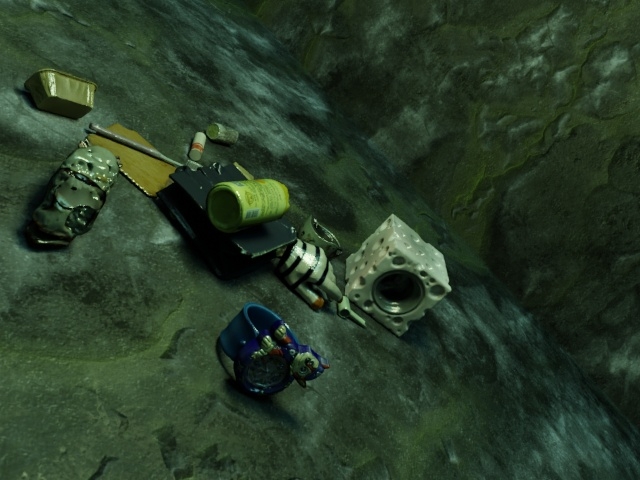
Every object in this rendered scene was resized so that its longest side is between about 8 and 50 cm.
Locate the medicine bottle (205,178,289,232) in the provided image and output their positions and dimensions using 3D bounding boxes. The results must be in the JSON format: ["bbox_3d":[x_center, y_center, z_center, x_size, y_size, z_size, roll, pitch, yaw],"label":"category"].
[{"bbox_3d":[-0.178,-0.094,1.799,0.124,0.124,0.238,50,27,14],"label":"medicine bottle"}]

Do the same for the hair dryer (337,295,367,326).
[{"bbox_3d":[0.100,0.222,2.131,0.124,0.038,0.063,40,23,-26],"label":"hair dryer"}]

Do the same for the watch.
[{"bbox_3d":[-0.120,0.238,1.602,0.196,0.171,0.200,44,8,-32],"label":"watch"}]

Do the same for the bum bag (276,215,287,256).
[{"bbox_3d":[-0.142,-0.052,2.107,0.248,0.069,0.102,61,21,-3],"label":"bum bag"}]

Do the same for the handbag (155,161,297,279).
[{"bbox_3d":[-0.253,-0.066,1.916,0.329,0.122,0.303,49,27,10],"label":"handbag"}]

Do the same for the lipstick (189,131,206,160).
[{"bbox_3d":[-0.379,-0.291,2.191,0.038,0.038,0.131,35,24,-21],"label":"lipstick"}]

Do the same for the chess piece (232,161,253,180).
[{"bbox_3d":[-0.248,-0.181,2.186,0.090,0.090,0.200,38,17,-15],"label":"chess piece"}]

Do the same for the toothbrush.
[{"bbox_3d":[-0.471,-0.253,1.952,0.353,0.029,0.024,22,18,-41],"label":"toothbrush"}]

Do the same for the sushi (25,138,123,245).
[{"bbox_3d":[-0.520,-0.102,1.522,0.124,0.130,0.332,35,26,-21],"label":"sushi"}]

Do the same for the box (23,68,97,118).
[{"bbox_3d":[-0.655,-0.379,1.804,0.177,0.111,0.111,8,42,-55],"label":"box"}]

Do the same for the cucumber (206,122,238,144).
[{"bbox_3d":[-0.325,-0.353,2.364,0.112,0.064,0.064,10,40,-57],"label":"cucumber"}]

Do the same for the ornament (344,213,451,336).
[{"bbox_3d":[0.244,0.111,2.289,0.239,0.240,0.240,38,23,-15],"label":"ornament"}]

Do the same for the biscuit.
[{"bbox_3d":[-0.495,-0.223,1.917,0.237,0.013,0.232,42,23,-6],"label":"biscuit"}]

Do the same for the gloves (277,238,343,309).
[{"bbox_3d":[-0.013,0.098,2.034,0.218,0.131,0.140,33,27,-9],"label":"gloves"}]

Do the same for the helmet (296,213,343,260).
[{"bbox_3d":[-0.013,0.009,2.216,0.153,0.107,0.177,49,4,17],"label":"helmet"}]
